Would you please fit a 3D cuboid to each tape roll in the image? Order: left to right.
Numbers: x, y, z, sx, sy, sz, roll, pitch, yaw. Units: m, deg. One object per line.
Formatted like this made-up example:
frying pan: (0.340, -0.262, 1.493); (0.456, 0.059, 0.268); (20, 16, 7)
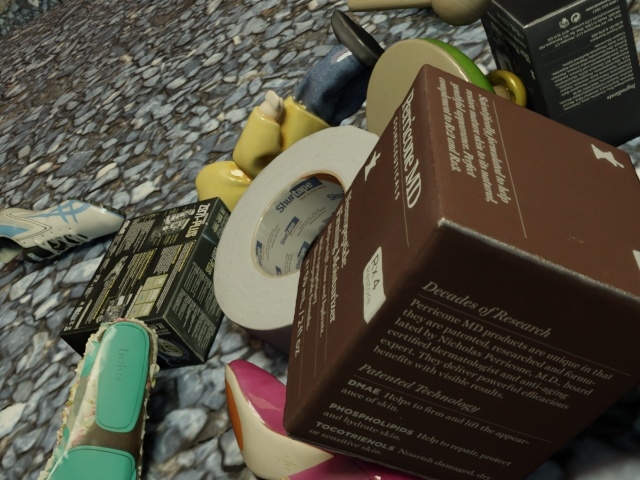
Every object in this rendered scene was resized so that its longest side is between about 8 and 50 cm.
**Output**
tape roll: (0.000, 0.000, 0.731); (0.219, 0.072, 0.219); (-27, 45, 30)

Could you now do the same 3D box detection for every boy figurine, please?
boy figurine: (-0.032, -0.122, 0.892); (0.285, 0.177, 0.092); (-44, 68, 21)

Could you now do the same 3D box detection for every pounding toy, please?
pounding toy: (0.134, -0.138, 0.746); (0.110, 0.236, 0.183); (-19, 16, -27)

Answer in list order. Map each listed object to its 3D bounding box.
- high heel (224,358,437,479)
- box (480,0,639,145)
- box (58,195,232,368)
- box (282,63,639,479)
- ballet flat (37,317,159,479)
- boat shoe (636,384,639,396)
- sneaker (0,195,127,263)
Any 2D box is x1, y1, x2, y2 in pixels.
high heel: (0.000, 0.148, 0.618); (0.117, 0.082, 0.244); (-13, 15, -20)
box: (0.228, -0.183, 0.743); (0.093, 0.158, 0.156); (-26, 35, 7)
box: (-0.177, 0.050, 0.853); (0.148, 0.077, 0.180); (-12, 40, 27)
box: (0.094, 0.033, 0.509); (0.168, 0.167, 0.203); (-85, 21, -50)
ballet flat: (-0.201, 0.188, 0.704); (0.077, 0.091, 0.240); (126, 160, -60)
boat shoe: (0.289, -0.033, 0.487); (0.105, 0.111, 0.307); (8, 88, 45)
sneaker: (-0.372, -0.010, 1.093); (0.237, 0.085, 0.086); (-7, 69, 28)
